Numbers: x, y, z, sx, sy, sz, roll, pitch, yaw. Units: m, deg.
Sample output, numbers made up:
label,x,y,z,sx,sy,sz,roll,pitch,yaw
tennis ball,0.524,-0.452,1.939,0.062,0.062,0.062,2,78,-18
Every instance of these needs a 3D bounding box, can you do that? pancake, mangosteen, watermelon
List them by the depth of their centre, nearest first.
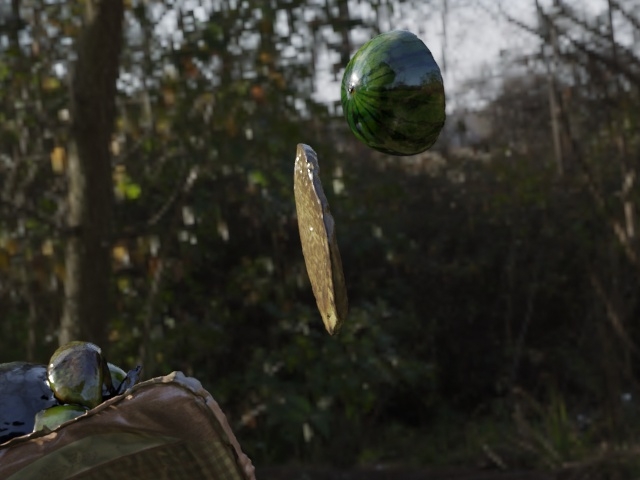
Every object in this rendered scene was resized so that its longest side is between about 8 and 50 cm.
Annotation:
label,x,y,z,sx,sy,sz,roll,pitch,yaw
watermelon,0.051,-0.118,1.070,0.062,0.105,0.105,-10,4,-32
mangosteen,-0.233,0.199,1.101,0.243,0.243,0.243,-7,3,0
pancake,-0.002,0.000,1.303,0.021,0.199,0.199,-11,3,-7

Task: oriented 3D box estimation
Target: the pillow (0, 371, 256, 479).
label,x,y,z,sx,sy,sz,roll,pitch,yaw
pillow,-0.148,0.166,0.859,0.211,0.135,0.034,-22,20,10
